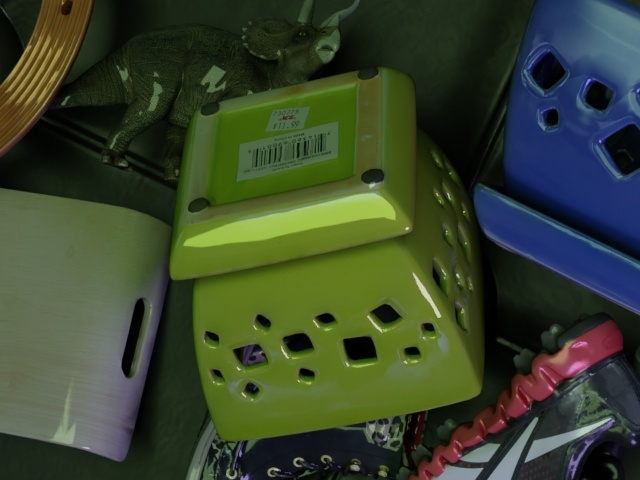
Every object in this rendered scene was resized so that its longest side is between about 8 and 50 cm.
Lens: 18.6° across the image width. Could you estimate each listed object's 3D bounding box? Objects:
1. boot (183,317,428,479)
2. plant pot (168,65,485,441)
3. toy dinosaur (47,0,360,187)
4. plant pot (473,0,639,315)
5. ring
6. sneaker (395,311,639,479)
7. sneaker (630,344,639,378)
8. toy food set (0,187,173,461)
[{"bbox_3d":[-0.015,0.194,1.668,0.179,0.085,0.236,12,80,19],"label":"boot"},{"bbox_3d":[0.000,0.000,1.576,0.228,0.207,0.227,-11,39,12],"label":"plant pot"},{"bbox_3d":[-0.108,-0.132,1.739,0.314,0.121,0.160,1,71,24],"label":"toy dinosaur"},{"bbox_3d":[0.260,-0.060,1.545,0.236,0.236,0.212,27,98,17],"label":"plant pot"},{"bbox_3d":[-0.328,-0.202,1.794,0.337,0.032,0.336,-13,66,30],"label":"ring"},{"bbox_3d":[0.165,0.182,1.579,0.276,0.098,0.135,-46,73,31],"label":"sneaker"},{"bbox_3d":[0.384,0.130,1.568,0.267,0.101,0.106,2,113,12],"label":"sneaker"},{"bbox_3d":[-0.296,0.069,1.783,0.306,0.092,0.219,8,75,16],"label":"toy food set"}]
